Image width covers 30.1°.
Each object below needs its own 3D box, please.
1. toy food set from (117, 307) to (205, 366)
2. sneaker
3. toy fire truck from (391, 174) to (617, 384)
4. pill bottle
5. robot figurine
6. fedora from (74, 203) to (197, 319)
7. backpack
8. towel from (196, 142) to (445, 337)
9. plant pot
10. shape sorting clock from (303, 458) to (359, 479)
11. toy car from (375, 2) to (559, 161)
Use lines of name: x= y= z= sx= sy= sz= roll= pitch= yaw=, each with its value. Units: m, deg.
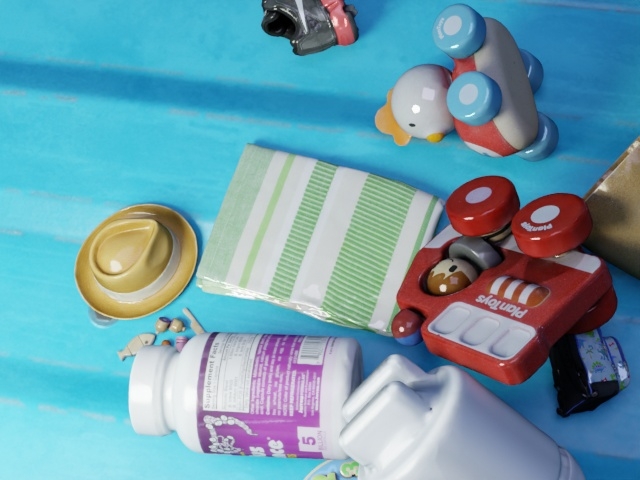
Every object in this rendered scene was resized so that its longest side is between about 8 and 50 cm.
toy food set: x=-0.232 y=0.153 z=1.743 sx=0.122 sy=0.019 sz=0.078 roll=-38 pitch=68 yaw=-7
sneaker: x=-0.054 y=-0.402 z=1.892 sx=0.135 sy=0.097 sz=0.276 roll=-29 pitch=69 yaw=-6
toy fire truck: x=0.224 y=0.061 z=1.566 sx=0.254 sy=0.169 sz=0.302 roll=-39 pitch=33 yaw=-24
pill bottle: x=-0.099 y=0.210 z=1.620 sx=0.302 sy=0.169 sz=0.169 roll=1 pitch=69 yaw=9
robot figurine: x=0.189 y=0.295 z=1.487 sx=0.353 sy=0.300 sz=0.200 roll=38 pitch=113 yaw=-10
fedora: x=-0.282 y=0.020 z=1.771 sx=0.194 sy=0.079 sz=0.194 roll=-3 pitch=68 yaw=7
backpack: x=0.358 y=0.167 z=1.607 sx=0.084 sy=0.105 sz=0.114 roll=-6 pitch=65 yaw=-18
towel: x=0.000 y=0.000 z=1.762 sx=0.325 sy=0.038 sz=0.247 roll=14 pitch=70 yaw=16
plant pot: x=0.496 y=-0.021 z=1.611 sx=0.254 sy=0.237 sz=0.237 roll=42 pitch=79 yaw=5
shape sorting clock: x=0.056 y=0.385 z=1.597 sx=0.206 sy=0.040 sz=0.206 roll=-3 pitch=69 yaw=8
toy car: x=0.188 y=-0.195 z=1.752 sx=0.238 sy=0.219 sz=0.210 roll=-23 pitch=64 yaw=31
